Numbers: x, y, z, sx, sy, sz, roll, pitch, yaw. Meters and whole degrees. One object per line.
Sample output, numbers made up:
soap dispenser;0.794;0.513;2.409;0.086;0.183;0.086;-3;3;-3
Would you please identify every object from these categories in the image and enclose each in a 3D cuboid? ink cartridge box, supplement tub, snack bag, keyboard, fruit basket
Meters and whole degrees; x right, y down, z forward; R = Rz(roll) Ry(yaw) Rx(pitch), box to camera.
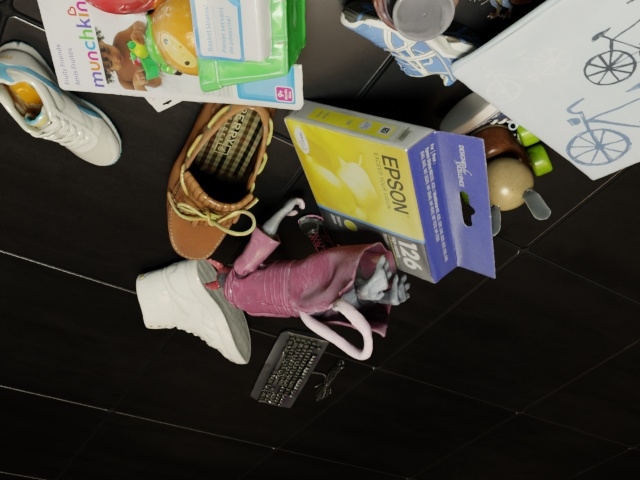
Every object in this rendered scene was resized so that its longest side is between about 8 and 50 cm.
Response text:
ink cartridge box;0.115;-0.063;1.022;0.307;0.072;0.303;23;149;35
ink cartridge box;-0.246;-0.236;0.958;0.048;0.028;0.083;-20;135;17
supplement tub;0.108;-0.319;0.772;0.106;0.198;0.106;-3;137;-3
snack bag;0.389;-0.219;0.854;0.343;0.037;0.323;27;150;-24
keyboard;-0.042;0.326;1.579;0.202;0.033;0.317;10;136;-15
fruit basket;-0.196;-0.311;0.777;0.353;0.165;0.327;4;129;3

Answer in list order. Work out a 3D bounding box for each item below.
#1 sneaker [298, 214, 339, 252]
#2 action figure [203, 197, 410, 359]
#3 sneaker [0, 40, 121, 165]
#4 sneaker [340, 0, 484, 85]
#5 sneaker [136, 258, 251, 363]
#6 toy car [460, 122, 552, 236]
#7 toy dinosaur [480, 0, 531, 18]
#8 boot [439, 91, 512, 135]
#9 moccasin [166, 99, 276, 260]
sneaker;0.000;0.000;1.212;0.047;0.057;0.119;-24;132;23
action figure;-0.046;0.095;1.106;0.370;0.275;0.248;0;131;21
sneaker;-0.394;-0.180;0.961;0.087;0.092;0.228;-26;134;20
sneaker;0.123;-0.275;0.907;0.211;0.080;0.081;14;131;-17
sneaker;-0.264;0.158;1.335;0.169;0.108;0.292;-14;127;13
toy car;0.301;-0.086;1.045;0.155;0.188;0.149;-23;134;19
toy dinosaur;0.237;-0.346;0.886;0.090;0.047;0.082;-36;128;-15
boot;0.285;-0.202;1.004;0.190;0.069;0.086;-34;125;27
moccasin;-0.160;-0.093;1.032;0.139;0.147;0.380;18;133;-22
